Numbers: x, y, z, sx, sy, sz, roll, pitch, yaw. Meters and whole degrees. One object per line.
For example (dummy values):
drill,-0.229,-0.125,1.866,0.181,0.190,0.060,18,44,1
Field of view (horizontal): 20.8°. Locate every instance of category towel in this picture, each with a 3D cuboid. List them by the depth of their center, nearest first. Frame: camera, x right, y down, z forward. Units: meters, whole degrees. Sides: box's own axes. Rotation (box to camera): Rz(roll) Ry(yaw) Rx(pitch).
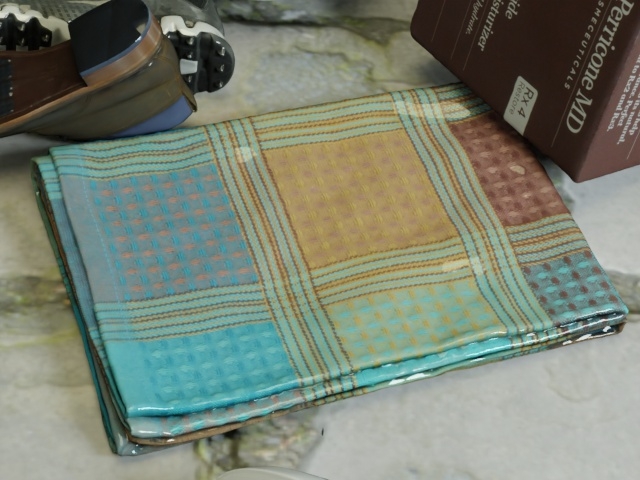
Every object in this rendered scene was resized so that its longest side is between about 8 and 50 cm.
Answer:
towel,0.000,0.000,1.239,0.370,0.040,0.271,-12,50,-15

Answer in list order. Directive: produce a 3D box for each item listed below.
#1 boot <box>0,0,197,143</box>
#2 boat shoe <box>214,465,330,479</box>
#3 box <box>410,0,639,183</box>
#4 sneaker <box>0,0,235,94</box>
boot,-0.199,-0.092,1.294,0.219,0.106,0.082,-21,51,15
boat shoe,0.069,0.209,1.019,0.301,0.108,0.102,19,15,29
box,0.208,-0.180,1.311,0.167,0.168,0.203,-16,48,-37
sneaker,-0.184,-0.170,1.358,0.234,0.078,0.106,3,45,-7
